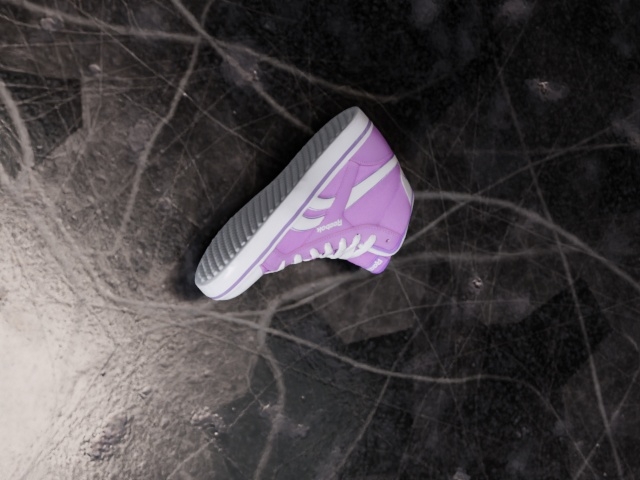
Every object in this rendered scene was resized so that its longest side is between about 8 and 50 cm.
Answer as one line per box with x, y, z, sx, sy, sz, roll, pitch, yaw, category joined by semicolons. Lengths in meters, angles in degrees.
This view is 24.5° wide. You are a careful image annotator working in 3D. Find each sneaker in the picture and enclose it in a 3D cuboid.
0.001;0.000;1.588;0.282;0.102;0.161;-45;110;-25;sneaker
